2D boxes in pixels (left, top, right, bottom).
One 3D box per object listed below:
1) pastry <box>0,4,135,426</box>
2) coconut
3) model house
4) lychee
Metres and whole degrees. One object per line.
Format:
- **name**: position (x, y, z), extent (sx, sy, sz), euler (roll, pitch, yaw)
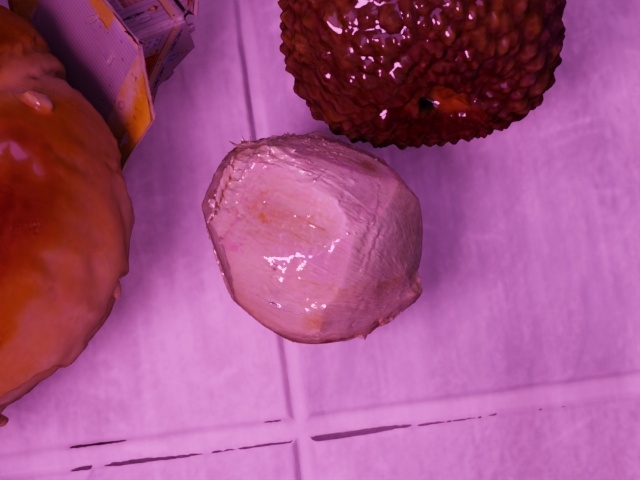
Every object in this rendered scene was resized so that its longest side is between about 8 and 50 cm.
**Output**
- **pastry**: position (-0.356, -0.028, 1.535), extent (0.410, 0.245, 0.409), euler (-2, 75, 7)
- **coconut**: position (0.000, 0.001, 1.594), extent (0.194, 0.194, 0.194), euler (0, 77, -2)
- **model house**: position (-0.163, -0.178, 1.640), extent (0.136, 0.219, 0.207), euler (-28, 73, -30)
- **lychee**: position (0.084, -0.211, 1.622), extent (0.271, 0.271, 0.271), euler (0, 77, -2)
